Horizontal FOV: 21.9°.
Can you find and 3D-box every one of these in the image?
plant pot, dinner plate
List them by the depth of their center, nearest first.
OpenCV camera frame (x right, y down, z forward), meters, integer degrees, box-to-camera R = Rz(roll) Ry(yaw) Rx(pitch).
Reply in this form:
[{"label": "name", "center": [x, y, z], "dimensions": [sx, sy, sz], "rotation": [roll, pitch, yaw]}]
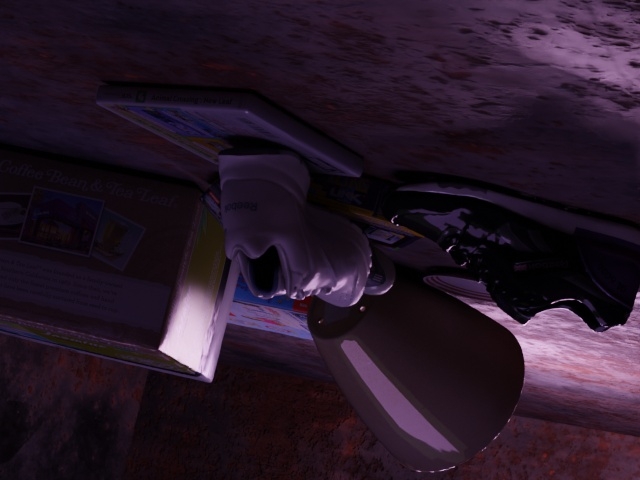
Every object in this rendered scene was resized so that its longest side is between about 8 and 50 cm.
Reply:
[{"label": "dinner plate", "center": [0.211, 0.062, 2.266], "dimensions": [0.141, 0.017, 0.141], "rotation": [13, 171, 2]}, {"label": "plant pot", "center": [0.111, 0.157, 2.378], "dimensions": [0.256, 0.256, 0.274], "rotation": [3, 150, 48]}]

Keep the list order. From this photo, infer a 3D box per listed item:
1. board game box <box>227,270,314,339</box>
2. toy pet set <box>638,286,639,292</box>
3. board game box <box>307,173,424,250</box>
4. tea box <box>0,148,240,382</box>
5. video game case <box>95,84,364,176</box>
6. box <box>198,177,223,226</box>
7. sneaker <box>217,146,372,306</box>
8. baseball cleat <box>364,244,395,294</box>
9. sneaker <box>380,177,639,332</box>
[{"label": "board game box", "center": [-0.097, 0.077, 2.564], "dimensions": [0.302, 0.086, 0.308], "rotation": [11, 170, 17]}, {"label": "toy pet set", "center": [0.324, 0.029, 1.867], "dimensions": [0.114, 0.065, 0.122], "rotation": [-20, -174, -20]}, {"label": "board game box", "center": [0.028, -0.040, 1.842], "dimensions": [0.170, 0.048, 0.141], "rotation": [16, 168, -11]}, {"label": "tea box", "center": [-0.303, 0.034, 2.208], "dimensions": [0.329, 0.220, 0.323], "rotation": [12, 170, 12]}, {"label": "video game case", "center": [-0.089, -0.111, 1.674], "dimensions": [0.193, 0.023, 0.212], "rotation": [6, 169, 34]}, {"label": "box", "center": [-0.089, -0.013, 2.002], "dimensions": [0.137, 0.027, 0.094], "rotation": [49, 166, -2]}, {"label": "sneaker", "center": [-0.036, 0.013, 1.736], "dimensions": [0.111, 0.129, 0.297], "rotation": [-2, 155, 26]}, {"label": "baseball cleat", "center": [0.000, 0.000, 1.968], "dimensions": [0.206, 0.072, 0.109], "rotation": [24, 179, 43]}, {"label": "sneaker", "center": [0.195, 0.019, 1.722], "dimensions": [0.283, 0.124, 0.107], "rotation": [13, 170, 3]}]
